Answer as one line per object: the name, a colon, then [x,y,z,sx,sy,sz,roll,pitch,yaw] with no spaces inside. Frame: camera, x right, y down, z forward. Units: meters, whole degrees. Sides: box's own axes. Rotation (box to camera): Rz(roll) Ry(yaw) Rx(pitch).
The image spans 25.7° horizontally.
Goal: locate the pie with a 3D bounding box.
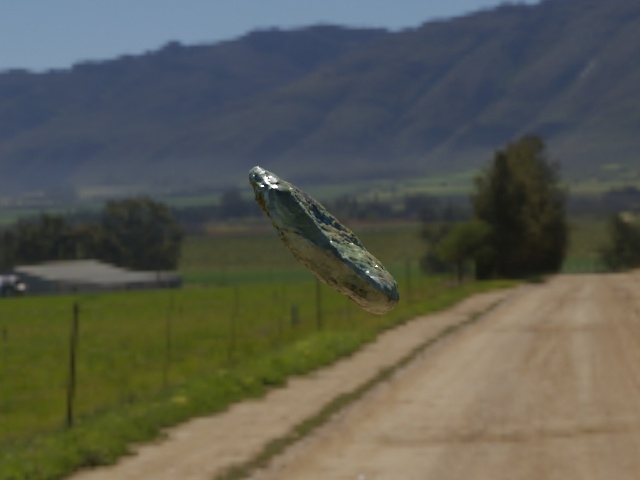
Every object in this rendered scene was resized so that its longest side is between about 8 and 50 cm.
pie: [0.000,0.000,1.302,0.041,0.187,0.187,-46,-6,7]
